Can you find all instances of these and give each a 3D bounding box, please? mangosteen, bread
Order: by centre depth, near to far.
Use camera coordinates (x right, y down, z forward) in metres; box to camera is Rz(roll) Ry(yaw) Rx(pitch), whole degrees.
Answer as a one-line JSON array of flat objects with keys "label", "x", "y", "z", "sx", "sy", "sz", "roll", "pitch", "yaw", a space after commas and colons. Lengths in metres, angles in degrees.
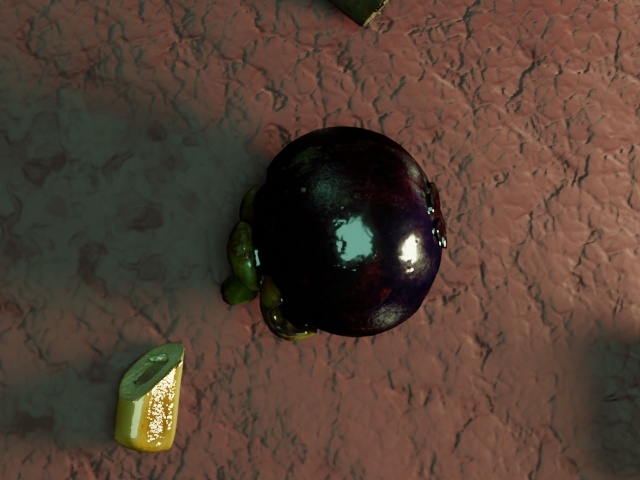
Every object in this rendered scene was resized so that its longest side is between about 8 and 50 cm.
[{"label": "mangosteen", "x": 0.000, "y": 0.000, "z": 1.544, "sx": 0.230, "sy": 0.194, "sz": 0.194, "roll": -16, "pitch": 94, "yaw": 18}, {"label": "bread", "x": -0.163, "y": 0.144, "z": 1.575, "sx": 0.062, "sy": 0.049, "sz": 0.103, "roll": 7, "pitch": 88, "yaw": -43}]

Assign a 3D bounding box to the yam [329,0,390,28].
[{"label": "yam", "x": 0.019, "y": -0.266, "z": 1.584, "sx": 0.127, "sy": 0.084, "sz": 0.084, "roll": 42, "pitch": 85, "yaw": -3}]
